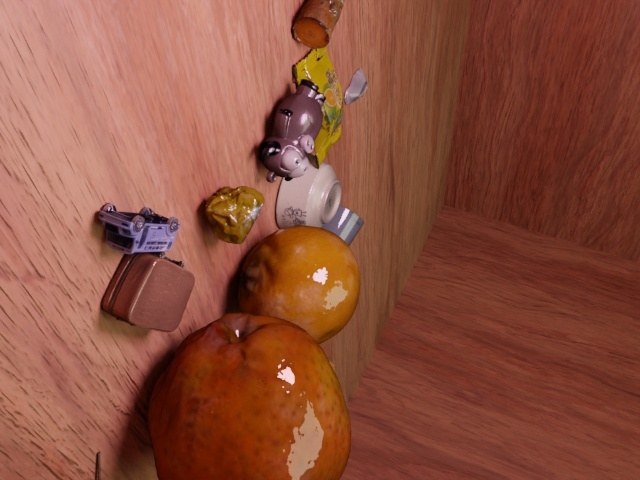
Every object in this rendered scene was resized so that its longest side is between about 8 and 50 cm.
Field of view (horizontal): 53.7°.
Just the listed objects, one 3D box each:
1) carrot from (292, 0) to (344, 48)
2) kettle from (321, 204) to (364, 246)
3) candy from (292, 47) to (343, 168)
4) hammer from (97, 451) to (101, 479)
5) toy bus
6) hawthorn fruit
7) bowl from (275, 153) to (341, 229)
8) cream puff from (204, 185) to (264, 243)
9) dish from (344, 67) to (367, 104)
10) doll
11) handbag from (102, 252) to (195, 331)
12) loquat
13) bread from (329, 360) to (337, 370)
[{"bbox_3d":[0.015,-0.589,1.535,0.102,0.102,0.263,73,32,-60],"label":"carrot"},{"bbox_3d":[0.000,0.000,1.971,0.210,0.160,0.243,40,75,-51],"label":"kettle"},{"bbox_3d":[0.002,-0.365,1.695,0.187,0.081,0.297,-56,145,-42],"label":"candy"},{"bbox_3d":[-0.457,0.481,1.304,0.035,0.019,0.110,-36,135,-61],"label":"hammer"},{"bbox_3d":[-0.321,-0.017,1.119,0.167,0.073,0.076,0,109,-71],"label":"toy bus"},{"bbox_3d":[-0.162,0.382,1.421,0.472,0.472,0.472,18,90,-72],"label":"hawthorn fruit"},{"bbox_3d":[-0.021,-0.125,1.798,0.238,0.126,0.238,-53,152,-44],"label":"bowl"},{"bbox_3d":[-0.196,-0.064,1.395,0.146,0.116,0.146,-60,-168,21],"label":"cream puff"},{"bbox_3d":[0.119,-0.476,1.992,0.091,0.039,0.137,87,27,-49],"label":"dish"},{"bbox_3d":[-0.066,-0.257,1.549,0.182,0.117,0.257,36,72,-64],"label":"doll"},{"bbox_3d":[-0.325,0.095,1.224,0.151,0.072,0.193,-69,159,-7],"label":"handbag"},{"bbox_3d":[-0.054,0.116,1.635,0.328,0.328,0.328,18,90,-72],"label":"loquat"},{"bbox_3d":[-0.125,0.448,1.799,0.279,0.248,0.315,-32,154,-56],"label":"bread"}]
